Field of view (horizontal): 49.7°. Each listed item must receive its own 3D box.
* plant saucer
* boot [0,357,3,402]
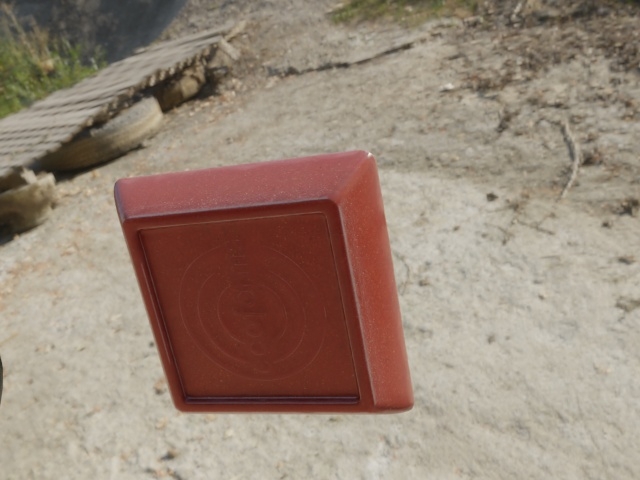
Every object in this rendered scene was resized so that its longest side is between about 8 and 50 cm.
[{"bbox_3d":[-0.060,0.060,0.637,0.258,0.259,0.048,-4,20,19],"label":"plant saucer"},{"bbox_3d":[-0.306,0.027,0.405,0.228,0.263,0.091,11,14,22],"label":"boot"}]
